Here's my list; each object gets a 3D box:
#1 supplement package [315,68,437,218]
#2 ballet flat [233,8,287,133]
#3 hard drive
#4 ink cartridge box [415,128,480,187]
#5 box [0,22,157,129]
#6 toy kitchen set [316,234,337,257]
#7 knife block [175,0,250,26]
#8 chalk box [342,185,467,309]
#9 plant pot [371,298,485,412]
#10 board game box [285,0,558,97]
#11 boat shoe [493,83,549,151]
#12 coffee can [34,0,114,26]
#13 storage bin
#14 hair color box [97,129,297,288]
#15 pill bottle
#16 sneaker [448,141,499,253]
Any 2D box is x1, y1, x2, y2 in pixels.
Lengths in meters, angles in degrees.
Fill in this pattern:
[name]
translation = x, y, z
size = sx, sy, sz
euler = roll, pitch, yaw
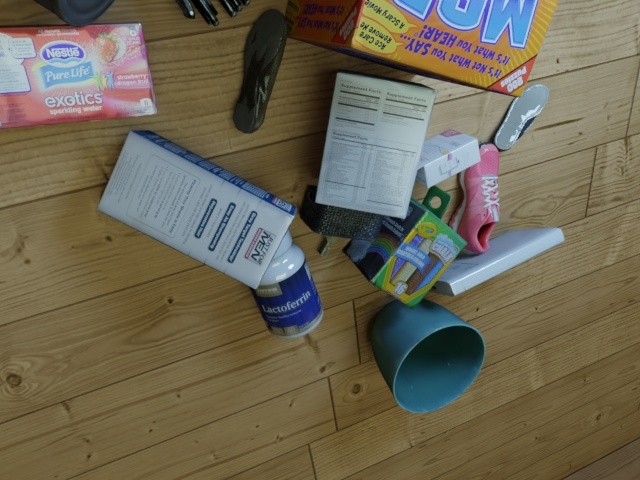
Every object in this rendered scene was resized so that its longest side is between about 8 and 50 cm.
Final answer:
[supplement package]
translation = 0.110, -0.215, 1.011
size = 0.197, 0.199, 0.263
euler = 10, 112, -1
[ballet flat]
translation = -0.120, -0.343, 0.968
size = 0.058, 0.084, 0.250
euler = -15, 126, -60
[hard drive]
translation = 0.464, 0.056, 1.321
size = 0.352, 0.233, 0.047
euler = -24, 94, -11
[ink cartridge box]
translation = 0.284, -0.201, 1.179
size = 0.198, 0.115, 0.067
euler = -26, 122, -9
[box]
translation = -0.450, -0.288, 0.798
size = 0.299, 0.142, 0.154
euler = -12, 118, -18
[toy kitchen set]
translation = 0.000, 0.000, 1.181
size = 0.083, 0.068, 0.075
euler = 23, 104, -30
[knife block]
translation = -0.226, -0.530, 0.812
size = 0.241, 0.088, 0.276
euler = -1, 114, -24
[chalk box]
translation = 0.235, -0.006, 1.215
size = 0.179, 0.180, 0.289
euler = 34, 99, -32
[plant pot]
translation = 0.282, 0.301, 1.352
size = 0.292, 0.235, 0.293
euler = -10, 118, -19
[board game box]
translation = 0.182, -0.500, 0.844
size = 0.355, 0.356, 0.357
euler = 5, 112, -25
[boat shoe]
translation = 0.541, -0.331, 1.275
size = 0.206, 0.075, 0.065
euler = -55, 165, 2
[coffee can]
translation = -0.424, -0.465, 0.641
size = 0.275, 0.201, 0.202
euler = 31, 100, -11
[storage bin]
translation = 0.054, -0.066, 1.140
size = 0.180, 0.122, 0.085
euler = 8, 110, -27
[hair color box]
translation = -0.240, -0.064, 0.943
size = 0.347, 0.105, 0.174
euler = 28, 103, -5
[pill bottle]
translation = -0.097, 0.097, 1.136
size = 0.153, 0.153, 0.265
euler = -25, 121, -11
[sneaker]
translation = 0.453, -0.108, 1.286
size = 0.115, 0.136, 0.314
euler = -6, 116, -22
